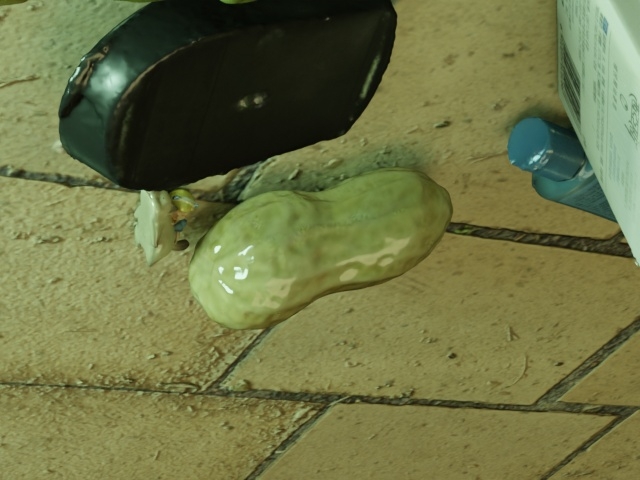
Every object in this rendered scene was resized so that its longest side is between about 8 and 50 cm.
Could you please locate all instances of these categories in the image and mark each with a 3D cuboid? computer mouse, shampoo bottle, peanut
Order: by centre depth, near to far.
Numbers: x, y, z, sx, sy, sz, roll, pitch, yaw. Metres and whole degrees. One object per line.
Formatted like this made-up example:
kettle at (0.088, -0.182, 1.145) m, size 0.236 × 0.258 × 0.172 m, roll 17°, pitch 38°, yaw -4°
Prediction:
computer mouse at (-0.077, -0.133, 1.301) m, size 0.295 × 0.087 × 0.168 m, roll -14°, pitch 145°, yaw -32°
peanut at (0.000, 0.000, 1.520) m, size 0.257 × 0.123 × 0.123 m, roll -20°, pitch 149°, yaw -2°
shampoo bottle at (0.281, -0.067, 1.611) m, size 0.258 × 0.061 × 0.104 m, roll 15°, pitch 136°, yaw -44°

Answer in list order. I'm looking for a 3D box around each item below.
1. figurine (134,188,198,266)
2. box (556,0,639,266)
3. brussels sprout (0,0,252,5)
figurine at (-0.139, -0.019, 1.489) m, size 0.051 × 0.047 × 0.083 m, roll -19°, pitch 145°, yaw -29°
box at (0.282, -0.138, 1.362) m, size 0.116 × 0.203 × 0.274 m, roll -19°, pitch 149°, yaw -2°
brussels sprout at (-0.119, -0.261, 0.897) m, size 0.317 × 0.273 × 0.242 m, roll -8°, pitch 170°, yaw -8°
